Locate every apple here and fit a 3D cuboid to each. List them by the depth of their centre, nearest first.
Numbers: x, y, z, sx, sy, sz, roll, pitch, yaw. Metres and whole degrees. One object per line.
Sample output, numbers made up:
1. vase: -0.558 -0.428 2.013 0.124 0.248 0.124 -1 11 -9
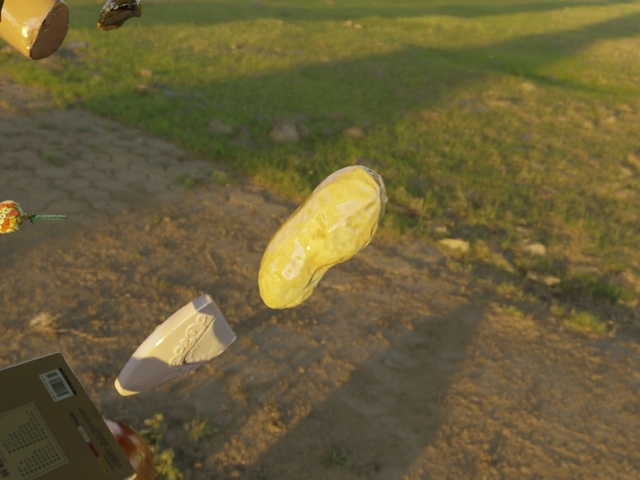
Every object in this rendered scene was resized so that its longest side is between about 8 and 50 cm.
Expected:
1. apple: -0.366 0.394 1.249 0.196 0.195 0.196 6 21 -2

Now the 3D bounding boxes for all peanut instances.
1. peanut: 0.000 0.000 0.765 0.080 0.174 0.080 40 11 -9

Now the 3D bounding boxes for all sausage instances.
1. sausage: -0.559 -0.427 1.366 0.253 0.123 0.123 38 29 14

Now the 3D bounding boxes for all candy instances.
1. candy: -0.484 -0.039 1.292 0.049 0.055 0.185 34 10 13

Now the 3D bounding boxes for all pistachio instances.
1. pistachio: -0.437 -0.504 1.668 0.090 0.049 0.173 -15 5 -30

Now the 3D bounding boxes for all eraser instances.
1. eraser: -0.279 0.223 1.465 0.243 0.204 0.059 -36 63 -10

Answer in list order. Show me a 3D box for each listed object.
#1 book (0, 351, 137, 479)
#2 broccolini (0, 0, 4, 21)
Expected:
1. book: -0.397 0.266 0.959 0.217 0.021 0.310 53 28 14
2. broccolini: -0.372 -0.377 1.089 0.123 0.272 0.062 35 39 -44
